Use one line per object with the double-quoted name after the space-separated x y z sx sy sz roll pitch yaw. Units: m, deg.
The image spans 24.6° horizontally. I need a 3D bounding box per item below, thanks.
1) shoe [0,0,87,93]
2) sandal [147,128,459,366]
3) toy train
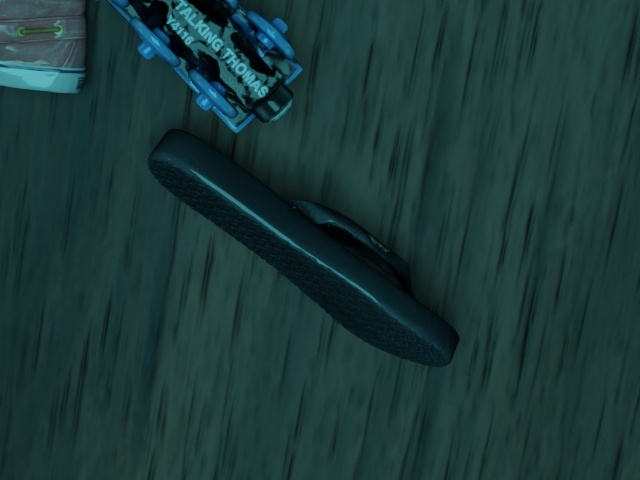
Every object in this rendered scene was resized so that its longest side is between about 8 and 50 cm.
-0.243 -0.149 0.983 0.178 0.063 0.081 5 101 -8 "shoe"
0.000 0.000 1.008 0.254 0.097 0.054 38 72 -9 "sandal"
-0.089 -0.149 0.961 0.080 0.105 0.184 -45 100 -1 "toy train"
